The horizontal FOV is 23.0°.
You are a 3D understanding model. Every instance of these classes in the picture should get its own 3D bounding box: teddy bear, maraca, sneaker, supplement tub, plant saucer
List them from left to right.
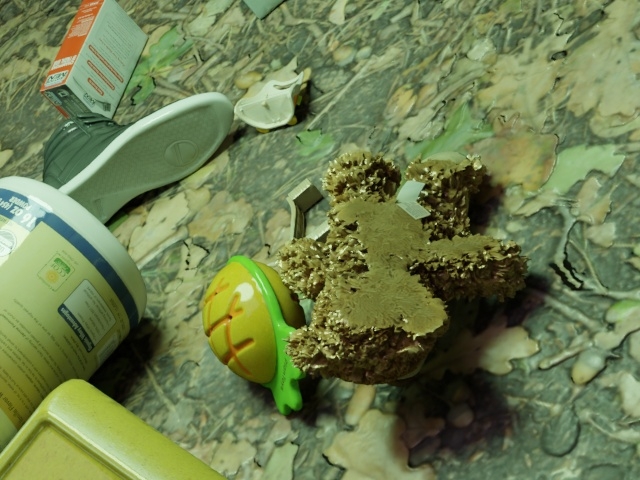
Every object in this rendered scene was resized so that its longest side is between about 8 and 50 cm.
[{"bbox_3d":[-0.364,0.109,1.695,0.228,0.228,0.316,10,51,46],"label":"supplement tub"},{"bbox_3d":[-0.238,0.313,1.459,0.333,0.081,0.333,29,73,31],"label":"plant saucer"},{"bbox_3d":[-0.240,-0.127,1.946,0.296,0.104,0.147,-33,43,18],"label":"sneaker"},{"bbox_3d":[-0.058,0.093,1.578,0.099,0.127,0.185,-14,41,-21],"label":"maraca"},{"bbox_3d":[0.071,0.023,1.524,0.245,0.113,0.338,-8,38,-5],"label":"teddy bear"}]

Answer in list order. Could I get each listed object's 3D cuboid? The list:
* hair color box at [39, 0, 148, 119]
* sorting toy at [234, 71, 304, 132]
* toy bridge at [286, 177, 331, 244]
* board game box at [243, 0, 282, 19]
[{"bbox_3d":[-0.304,-0.238,2.122,0.053,0.093,0.167,-10,47,35],"label":"hair color box"},{"bbox_3d":[-0.049,-0.173,1.885,0.083,0.045,0.075,-12,39,33],"label":"sorting toy"},{"bbox_3d":[0.000,0.000,1.683,0.063,0.026,0.188,-41,37,3],"label":"toy bridge"},{"bbox_3d":[-0.062,-0.457,2.126,0.224,0.097,0.303,-38,39,5],"label":"board game box"}]
